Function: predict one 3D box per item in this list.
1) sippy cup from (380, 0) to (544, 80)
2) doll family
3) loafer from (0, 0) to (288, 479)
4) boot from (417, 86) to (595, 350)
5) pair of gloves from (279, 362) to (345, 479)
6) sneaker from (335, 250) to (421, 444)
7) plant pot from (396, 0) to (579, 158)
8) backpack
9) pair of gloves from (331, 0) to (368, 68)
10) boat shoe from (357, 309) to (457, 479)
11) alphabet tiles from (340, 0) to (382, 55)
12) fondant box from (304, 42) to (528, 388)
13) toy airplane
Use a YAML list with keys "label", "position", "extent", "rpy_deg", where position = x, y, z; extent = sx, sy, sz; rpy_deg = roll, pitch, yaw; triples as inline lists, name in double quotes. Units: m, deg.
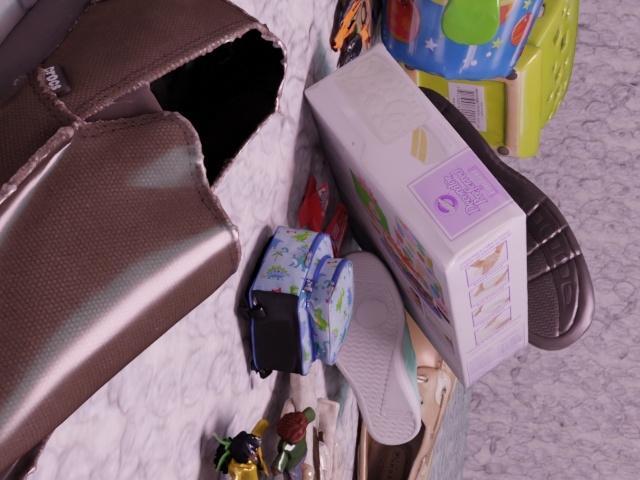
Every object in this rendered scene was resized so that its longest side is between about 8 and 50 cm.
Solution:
- label: "sippy cup"
  position: [0.168, -0.313, 1.296]
  extent: [0.305, 0.240, 0.224]
  rpy_deg: [-25, 135, -46]
- label: "doll family"
  position: [-0.062, 0.207, 0.877]
  extent: [0.111, 0.076, 0.193]
  rpy_deg: [87, 18, -49]
- label: "loafer"
  position: [-0.103, -0.011, 0.490]
  extent: [0.134, 0.130, 0.366]
  rpy_deg: [81, 20, -46]
- label: "boot"
  position: [0.209, -0.001, 1.473]
  extent: [0.138, 0.377, 0.284]
  rpy_deg: [-37, 163, -5]
- label: "pair of gloves"
  position: [-0.003, 0.229, 1.129]
  extent: [0.240, 0.042, 0.204]
  rpy_deg: [79, 12, -52]
- label: "sneaker"
  position: [0.055, 0.096, 1.306]
  extent: [0.151, 0.094, 0.256]
  rpy_deg: [-94, 171, -59]
- label: "plant pot"
  position: [0.223, -0.248, 1.553]
  extent: [0.228, 0.227, 0.207]
  rpy_deg: [80, 26, -49]
- label: "backpack"
  position: [-0.014, 0.050, 0.981]
  extent: [0.105, 0.084, 0.114]
  rpy_deg: [85, 14, -44]
- label: "pair of gloves"
  position: [0.030, -0.215, 1.188]
  extent: [0.083, 0.010, 0.074]
  rpy_deg: [75, 36, -59]
- label: "boat shoe"
  position: [0.116, 0.210, 1.502]
  extent: [0.110, 0.121, 0.341]
  rpy_deg: [-20, 116, -76]
- label: "alphabet tiles"
  position: [0.054, -0.325, 1.263]
  extent: [0.198, 0.009, 0.237]
  rpy_deg: [76, 24, -54]
- label: "fondant box"
  position: [0.109, -0.012, 1.163]
  extent: [0.238, 0.096, 0.330]
  rpy_deg: [54, -5, 27]
- label: "toy airplane"
  position: [0.000, 0.000, 1.133]
  extent: [0.151, 0.028, 0.151]
  rpy_deg: [5, 90, -77]
